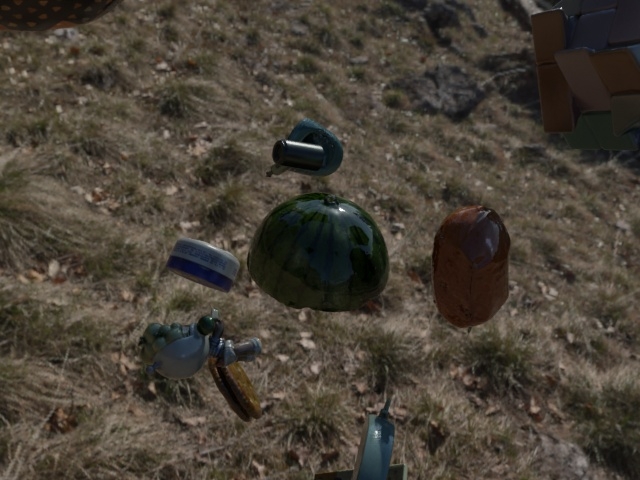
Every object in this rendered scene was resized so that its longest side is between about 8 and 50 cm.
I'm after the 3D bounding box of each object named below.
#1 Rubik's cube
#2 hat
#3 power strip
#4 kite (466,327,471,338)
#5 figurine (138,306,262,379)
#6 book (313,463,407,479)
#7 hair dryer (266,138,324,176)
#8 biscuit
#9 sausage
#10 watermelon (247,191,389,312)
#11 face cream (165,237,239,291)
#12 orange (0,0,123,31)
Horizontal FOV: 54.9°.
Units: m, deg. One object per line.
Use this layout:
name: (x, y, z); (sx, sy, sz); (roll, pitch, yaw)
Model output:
Rubik's cube: (0.646, -0.369, 1.257); (0.387, 0.368, 0.358); (16, 3, -26)
hat: (-0.033, -0.230, 1.548); (0.190, 0.138, 0.078); (19, 7, -45)
power strip: (0.085, 0.405, 1.089); (0.054, 0.167, 0.253); (19, 67, 2)
kite: (0.487, 0.205, 1.926); (0.014, 0.183, 0.241); (8, 64, 26)
figurine: (-0.194, 0.168, 0.992); (0.197, 0.147, 0.094); (-4, 56, -38)
book: (0.070, 0.603, 1.336); (0.020, 0.295, 0.208); (31, 51, -29)
hair dryer: (-0.081, -0.166, 1.345); (0.100, 0.197, 0.057); (6, 77, -28)
biscuit: (-0.240, 0.412, 1.731); (0.066, 0.220, 0.220); (-31, 44, -3)
sausage: (0.301, 0.053, 1.241); (0.153, 0.268, 0.141); (23, 44, 37)
watermelon: (0.000, 0.000, 1.389); (0.330, 0.190, 0.331); (-2, 38, 1)
face cream: (-0.348, 0.071, 1.841); (0.205, 0.206, 0.111); (15, 75, 18)
orange: (-0.192, -0.241, 0.358); (0.234, 0.235, 0.182); (-10, 31, -12)
